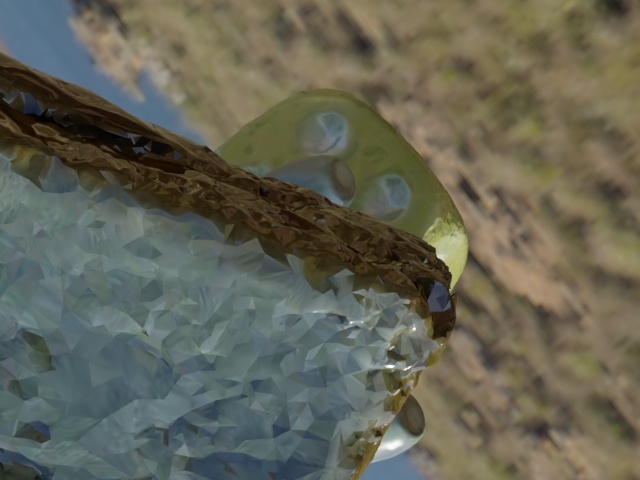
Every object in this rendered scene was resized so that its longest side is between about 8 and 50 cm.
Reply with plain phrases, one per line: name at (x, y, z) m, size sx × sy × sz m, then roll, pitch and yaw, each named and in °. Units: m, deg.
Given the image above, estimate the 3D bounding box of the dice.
dice at (0.000, 0.000, 1.430) m, size 0.169 × 0.169 × 0.166 m, roll 47°, pitch 166°, yaw 21°

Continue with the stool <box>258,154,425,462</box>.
stool at (-0.083, 0.065, 1.032) m, size 0.195 × 0.198 × 0.195 m, roll -5°, pitch -102°, yaw -53°

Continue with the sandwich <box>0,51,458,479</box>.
sandwich at (-0.130, 0.100, 0.751) m, size 0.262 × 0.325 × 0.131 m, roll 23°, pitch -168°, yaw -13°
